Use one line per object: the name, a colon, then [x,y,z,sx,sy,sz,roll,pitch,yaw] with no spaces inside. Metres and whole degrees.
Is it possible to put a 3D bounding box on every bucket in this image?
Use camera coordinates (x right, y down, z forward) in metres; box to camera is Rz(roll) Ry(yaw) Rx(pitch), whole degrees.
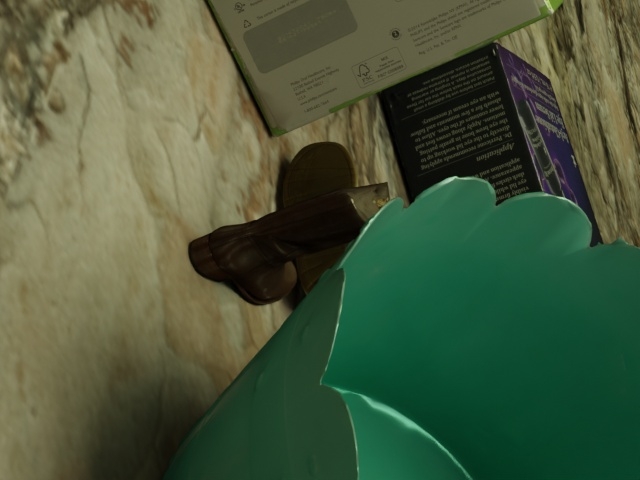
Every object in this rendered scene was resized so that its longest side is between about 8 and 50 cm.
bucket: [0.069,0.132,0.656,0.281,0.183,0.281,21,50,-27]

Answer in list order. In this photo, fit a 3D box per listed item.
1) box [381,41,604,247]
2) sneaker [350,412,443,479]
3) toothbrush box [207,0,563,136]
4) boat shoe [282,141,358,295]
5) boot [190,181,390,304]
box: [0.150,-0.039,1.184,0.153,0.108,0.207,11,61,-64]
sneaker: [0.072,0.133,0.876,0.267,0.101,0.106,-10,77,-67]
toothbrush box: [0.070,-0.194,1.018,0.122,0.206,0.283,64,24,-8]
boat shoe: [0.003,-0.005,0.918,0.045,0.050,0.135,80,8,-49]
boot: [0.000,0.000,0.810,0.106,0.114,0.037,15,57,-62]
